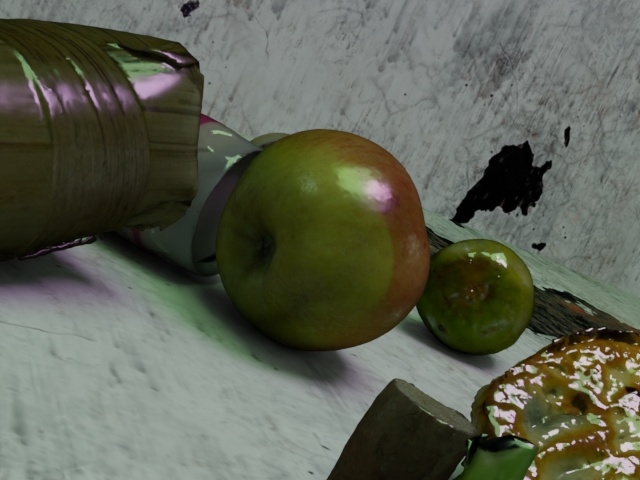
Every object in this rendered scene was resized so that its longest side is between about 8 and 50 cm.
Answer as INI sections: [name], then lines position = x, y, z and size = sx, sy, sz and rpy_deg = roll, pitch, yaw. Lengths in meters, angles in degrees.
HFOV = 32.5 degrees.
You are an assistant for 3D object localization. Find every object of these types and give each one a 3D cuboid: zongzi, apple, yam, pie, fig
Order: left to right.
[zongzi]
position = -0.421, -0.089, 1.001
size = 0.466, 0.218, 0.500
rpy_deg = 2, 9, 33
[apple]
position = 0.000, 0.000, 1.183
size = 0.194, 0.261, 0.261
rpy_deg = 2, 23, -37
[yam]
position = 0.052, 0.167, 0.785
size = 0.084, 0.127, 0.084
rpy_deg = 28, 11, -6
[fig]
position = 0.218, 0.095, 1.541
size = 0.167, 0.167, 0.233
rpy_deg = 31, -25, 28
[pie]
position = 0.274, 0.204, 0.989
size = 0.315, 0.092, 0.315
rpy_deg = 12, 40, -10

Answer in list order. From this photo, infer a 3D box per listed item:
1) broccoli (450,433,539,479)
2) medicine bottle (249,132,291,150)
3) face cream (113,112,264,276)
[broccoli]
position = 0.074, 0.185, 0.656
size = 0.154, 0.160, 0.167
rpy_deg = 25, -8, 2
[medicine bottle]
position = -0.036, -0.051, 1.593
size = 0.151, 0.151, 0.322
rpy_deg = 22, 11, -19
[face cream]
position = -0.175, -0.071, 1.290
size = 0.194, 0.175, 0.175
rpy_deg = 30, 11, 21
